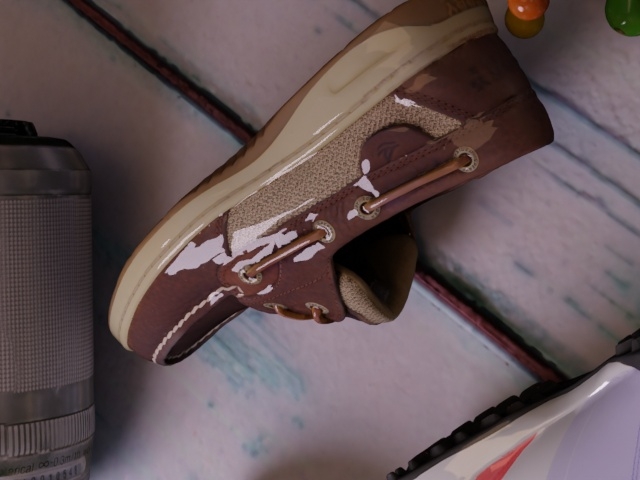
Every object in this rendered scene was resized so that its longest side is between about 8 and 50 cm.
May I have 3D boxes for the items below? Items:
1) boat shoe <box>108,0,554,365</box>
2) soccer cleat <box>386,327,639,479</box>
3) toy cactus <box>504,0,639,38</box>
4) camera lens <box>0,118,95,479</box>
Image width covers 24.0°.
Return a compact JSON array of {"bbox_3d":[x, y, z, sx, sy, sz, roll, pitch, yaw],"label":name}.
[{"bbox_3d":[0.000,0.000,0.860,0.342,0.123,0.123,-41,81,37],"label":"boat shoe"},{"bbox_3d":[0.172,0.105,0.756,0.318,0.109,0.116,-35,83,35],"label":"soccer cleat"},{"bbox_3d":[0.133,-0.203,0.736,0.180,0.112,0.219,-29,104,22],"label":"toy cactus"},{"bbox_3d":[-0.260,0.058,0.992,0.219,0.219,0.274,0,91,36],"label":"camera lens"}]
